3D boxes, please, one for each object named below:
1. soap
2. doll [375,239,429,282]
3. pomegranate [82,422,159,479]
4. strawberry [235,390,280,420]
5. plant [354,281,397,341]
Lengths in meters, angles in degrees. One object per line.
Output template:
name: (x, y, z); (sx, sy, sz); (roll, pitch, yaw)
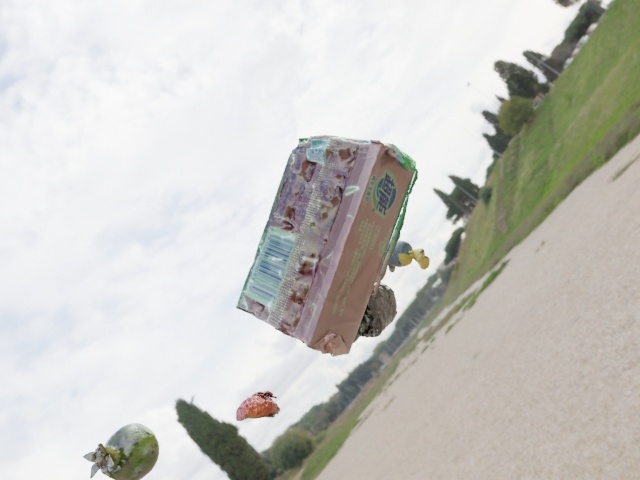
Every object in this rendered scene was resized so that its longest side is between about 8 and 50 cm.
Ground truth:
soap: (-0.002, -0.001, 0.726); (0.098, 0.218, 0.273); (22, -92, -48)
doll: (0.120, 0.043, 1.106); (0.102, 0.179, 0.089); (43, -128, -60)
pomegranate: (-0.482, 0.534, 1.377); (0.148, 0.148, 0.169); (-56, -18, 24)
strawberry: (-0.186, 0.492, 1.667); (0.121, 0.082, 0.188); (-11, -13, 5)
plant: (0.086, 0.159, 1.271); (0.132, 0.129, 0.194); (-17, -2, 38)
